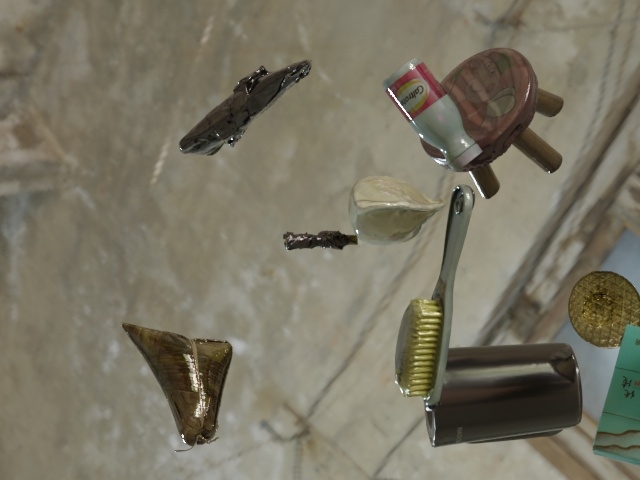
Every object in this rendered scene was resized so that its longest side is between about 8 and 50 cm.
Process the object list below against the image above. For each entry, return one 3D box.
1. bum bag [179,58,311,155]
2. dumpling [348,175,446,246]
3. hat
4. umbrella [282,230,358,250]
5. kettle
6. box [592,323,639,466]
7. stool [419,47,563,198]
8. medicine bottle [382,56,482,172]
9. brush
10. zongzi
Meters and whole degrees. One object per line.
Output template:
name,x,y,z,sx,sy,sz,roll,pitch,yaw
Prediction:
bum bag,-0.119,-0.213,1.851,0.248,0.060,0.123,-41,-8,13
dumpling,0.141,-0.059,2.143,0.252,0.179,0.131,45,-135,-78
hat,0.517,0.132,2.171,0.146,0.146,0.067,-42,-3,-13
umbrella,0.000,0.000,2.203,0.144,0.040,0.037,-1,-62,-19
kettle,0.372,0.339,2.418,0.308,0.203,0.262,-5,-70,-1
box,0.554,0.261,1.919,0.229,0.162,0.041,-68,-26,-21
stool,0.351,-0.231,2.336,0.178,0.272,0.272,36,-84,-34
medicine bottle,0.211,-0.232,2.180,0.090,0.216,0.090,-37,0,0
brush,0.130,0.072,1.412,0.060,0.068,0.296,3,-70,-15
zongzi,-0.236,0.221,1.799,0.084,0.184,0.187,119,164,-45
